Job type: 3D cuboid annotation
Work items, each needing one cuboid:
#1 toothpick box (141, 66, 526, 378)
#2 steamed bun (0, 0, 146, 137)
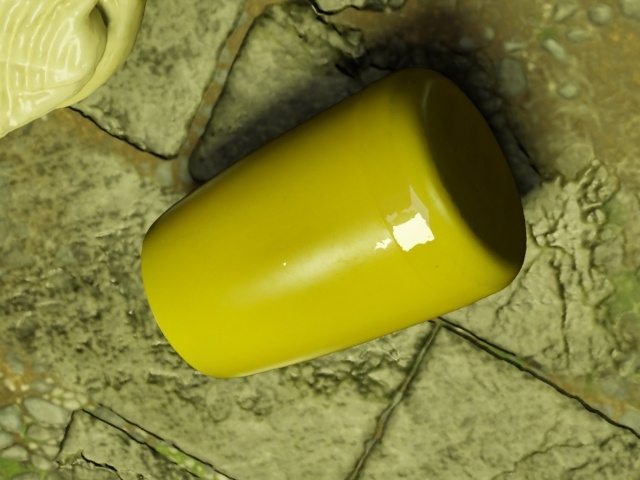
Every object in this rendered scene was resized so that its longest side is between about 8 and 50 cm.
[{"bbox_3d":[0.000,0.000,1.100,0.271,0.175,0.175,-25,103,26],"label":"toothpick box"},{"bbox_3d":[-0.214,-0.237,1.053,0.276,0.203,0.289,-12,122,10],"label":"steamed bun"}]
